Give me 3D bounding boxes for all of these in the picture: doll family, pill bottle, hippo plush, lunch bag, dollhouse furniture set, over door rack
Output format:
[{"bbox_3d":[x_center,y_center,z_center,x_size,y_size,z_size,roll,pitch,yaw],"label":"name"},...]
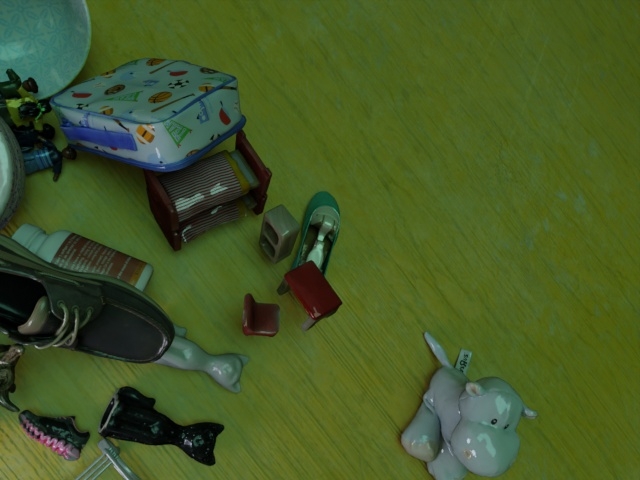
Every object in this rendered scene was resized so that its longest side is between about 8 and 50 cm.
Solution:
[{"bbox_3d":[-0.513,-0.199,0.865,0.111,0.076,0.193,-21,128,-21],"label":"doll family"},{"bbox_3d":[-0.408,0.056,0.829,0.216,0.121,0.121,25,69,-14],"label":"pill bottle"},{"bbox_3d":[0.328,0.356,0.978,0.234,0.236,0.294,26,69,-13],"label":"hippo plush"},{"bbox_3d":[-0.305,-0.223,0.858,0.303,0.115,0.243,15,45,26],"label":"lunch bag"},{"bbox_3d":[-0.138,0.005,0.879,0.201,0.152,0.374,-28,71,-25],"label":"dollhouse furniture set"},{"bbox_3d":[-0.316,0.493,0.713,0.324,0.108,0.239,33,61,28],"label":"over door rack"}]

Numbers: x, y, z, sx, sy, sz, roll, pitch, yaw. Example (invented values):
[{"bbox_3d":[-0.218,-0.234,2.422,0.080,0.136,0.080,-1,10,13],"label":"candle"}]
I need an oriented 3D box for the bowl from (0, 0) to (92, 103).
[{"bbox_3d":[-0.563,-0.402,0.847,0.289,0.290,0.156,-17,40,-24],"label":"bowl"}]

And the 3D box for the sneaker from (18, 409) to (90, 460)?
[{"bbox_3d":[-0.435,0.309,0.805,0.119,0.047,0.057,39,45,-9],"label":"sneaker"}]

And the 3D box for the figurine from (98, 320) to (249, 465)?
[{"bbox_3d":[-0.243,0.268,0.869,0.209,0.092,0.215,29,67,-21],"label":"figurine"}]

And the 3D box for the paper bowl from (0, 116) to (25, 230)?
[{"bbox_3d":[-0.618,-0.109,0.752,0.284,0.148,0.284,-1,94,-20],"label":"paper bowl"}]

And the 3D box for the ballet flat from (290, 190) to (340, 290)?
[{"bbox_3d":[0.000,0.000,1.021,0.083,0.087,0.247,21,70,-15],"label":"ballet flat"}]

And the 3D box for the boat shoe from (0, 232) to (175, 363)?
[{"bbox_3d":[-0.391,0.107,0.709,0.355,0.130,0.132,25,101,-17],"label":"boat shoe"}]

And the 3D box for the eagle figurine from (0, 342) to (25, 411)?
[{"bbox_3d":[-0.597,0.188,0.679,0.298,0.226,0.225,-2,40,-38],"label":"eagle figurine"}]
